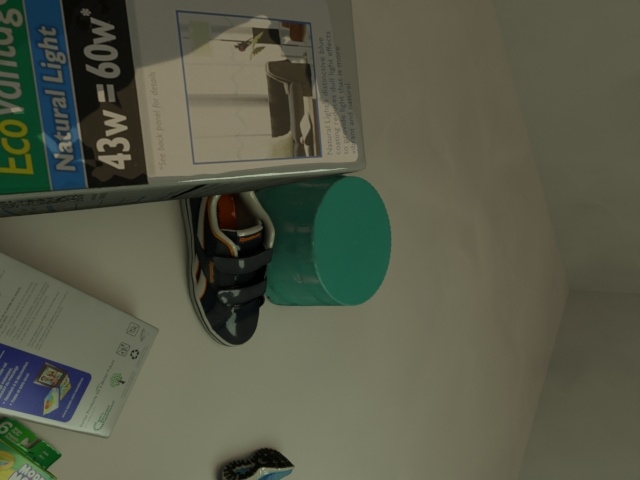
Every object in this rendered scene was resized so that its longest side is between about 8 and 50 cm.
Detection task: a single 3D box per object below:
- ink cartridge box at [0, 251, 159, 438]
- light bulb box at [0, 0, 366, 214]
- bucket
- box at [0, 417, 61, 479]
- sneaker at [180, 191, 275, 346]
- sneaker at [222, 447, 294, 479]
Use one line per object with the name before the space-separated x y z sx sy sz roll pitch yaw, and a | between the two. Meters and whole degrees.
ink cartridge box | -0.362 0.121 0.576 0.333 0.065 0.165 49 55 -48
light bulb box | -0.201 -0.153 0.506 0.361 0.358 0.225 -8 95 -27
bucket | 0.000 0.000 0.929 0.281 0.183 0.281 -1 92 -49
box | -0.409 0.316 0.570 0.179 0.043 0.105 -55 128 -35
sneaker | -0.149 0.036 0.808 0.126 0.127 0.321 -24 109 -47
sneaker | -0.121 0.445 0.893 0.162 0.063 0.073 7 102 -44
